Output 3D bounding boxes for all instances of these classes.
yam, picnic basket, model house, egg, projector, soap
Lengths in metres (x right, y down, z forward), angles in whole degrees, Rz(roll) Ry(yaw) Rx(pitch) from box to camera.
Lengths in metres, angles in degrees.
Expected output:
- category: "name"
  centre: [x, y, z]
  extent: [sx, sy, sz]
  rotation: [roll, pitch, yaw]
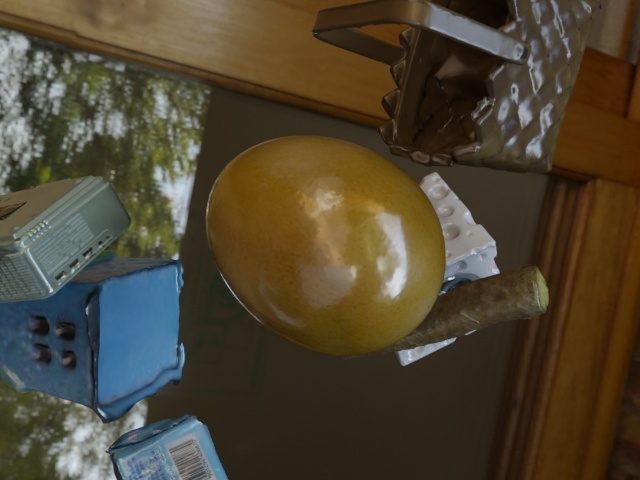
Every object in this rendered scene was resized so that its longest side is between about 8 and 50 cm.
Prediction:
- category: "yam"
  centre: [0.168, 0.113, 1.229]
  extent: [0.356, 0.081, 0.081]
  rotation: [-18, -115, 33]
- category: "picnic basket"
  centre: [0.171, -0.241, 1.093]
  extent: [0.254, 0.320, 0.292]
  rotation: [22, -83, 60]
- category: "model house"
  centre: [-0.397, 0.129, 1.330]
  extent: [0.303, 0.237, 0.216]
  rotation: [10, -76, 24]
- category: "egg"
  centre: [0.000, 0.000, 1.007]
  extent: [0.322, 0.250, 0.250]
  rotation: [30, -71, 33]
- category: "projector"
  centre: [-0.418, -0.002, 1.157]
  extent: [0.256, 0.192, 0.099]
  rotation: [-8, -62, 36]
- category: "soap"
  centre: [-0.200, 0.397, 1.223]
  extent: [0.293, 0.156, 0.077]
  rotation: [60, -25, 26]

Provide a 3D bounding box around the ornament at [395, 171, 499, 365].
- category: "ornament"
  centre: [0.200, 0.058, 1.669]
  extent: [0.240, 0.239, 0.240]
  rotation: [58, -9, 43]
